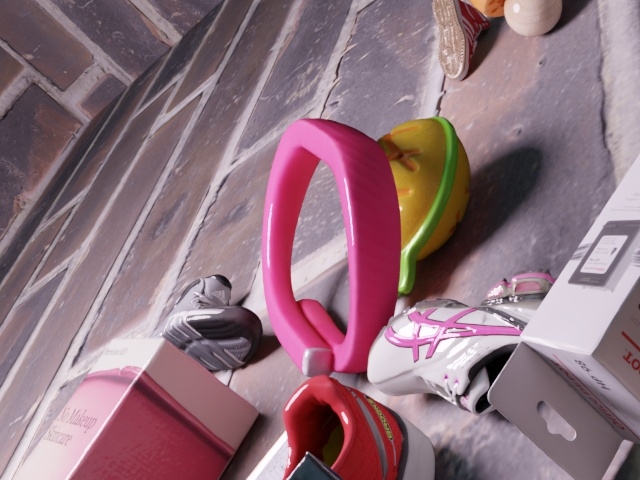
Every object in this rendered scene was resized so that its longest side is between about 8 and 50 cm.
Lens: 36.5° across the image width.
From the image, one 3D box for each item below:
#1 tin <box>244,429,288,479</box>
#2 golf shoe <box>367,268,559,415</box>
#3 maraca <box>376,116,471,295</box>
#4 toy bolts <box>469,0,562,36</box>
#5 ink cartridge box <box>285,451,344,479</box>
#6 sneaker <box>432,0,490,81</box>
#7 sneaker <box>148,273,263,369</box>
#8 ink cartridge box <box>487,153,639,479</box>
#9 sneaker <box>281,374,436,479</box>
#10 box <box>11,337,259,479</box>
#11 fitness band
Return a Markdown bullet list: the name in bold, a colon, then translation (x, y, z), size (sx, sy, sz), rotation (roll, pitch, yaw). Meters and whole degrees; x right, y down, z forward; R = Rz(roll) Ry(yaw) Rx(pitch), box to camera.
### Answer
- **tin**: translation (-0.023, 0.198, 0.753), size (0.190, 0.040, 0.106), rotation (-51, 17, -9)
- **golf shoe**: translation (0.097, 0.083, 0.677), size (0.186, 0.067, 0.086), rotation (-27, 31, 42)
- **maraca**: translation (0.075, -0.025, 0.872), size (0.127, 0.099, 0.186), rotation (3, 74, 70)
- **toy bolts**: translation (0.274, -0.326, 1.027), size (0.218, 0.158, 0.228), rotation (-12, -24, -47)
- **ink cartridge box**: translation (0.039, 0.205, 0.472), size (0.207, 0.046, 0.097), rotation (33, 80, 37)
- **sneaker**: translation (0.169, -0.233, 1.135), size (0.042, 0.067, 0.119), rotation (-25, 61, 41)
- **sneaker**: translation (-0.124, 0.080, 1.085), size (0.228, 0.086, 0.132), rotation (-25, 29, 47)
- **ink cartridge box**: translation (0.183, 0.045, 0.528), size (0.180, 0.104, 0.060), rotation (-54, 23, -14)
- **sneaker**: translation (-0.004, 0.201, 0.590), size (0.107, 0.118, 0.279), rotation (-35, 28, 29)
- **box**: translation (-0.191, 0.219, 0.909), size (0.148, 0.127, 0.232), rotation (-11, 42, 58)
- **fitness band**: translation (0.000, 0.000, 0.866), size (0.291, 0.054, 0.209), rotation (-137, 51, -68)
